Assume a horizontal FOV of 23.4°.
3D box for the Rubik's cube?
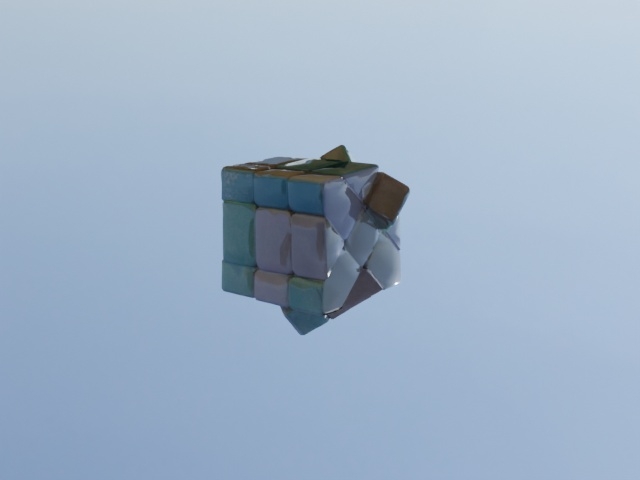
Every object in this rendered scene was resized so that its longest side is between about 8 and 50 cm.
[{"bbox_3d":[-0.002,-0.002,0.712,0.075,0.084,0.073,27,-152,29],"label":"Rubik's cube"}]
